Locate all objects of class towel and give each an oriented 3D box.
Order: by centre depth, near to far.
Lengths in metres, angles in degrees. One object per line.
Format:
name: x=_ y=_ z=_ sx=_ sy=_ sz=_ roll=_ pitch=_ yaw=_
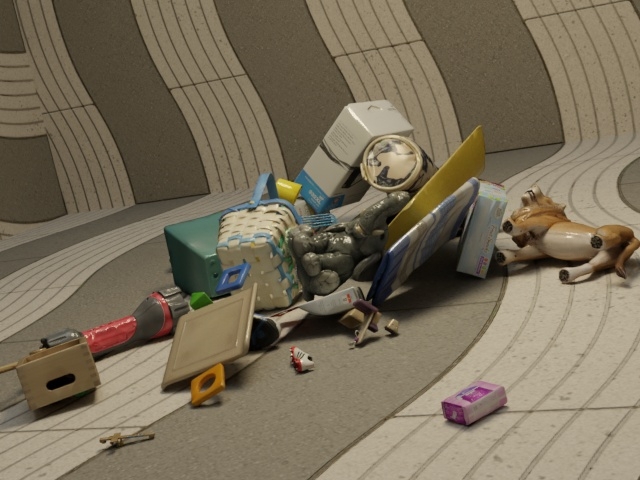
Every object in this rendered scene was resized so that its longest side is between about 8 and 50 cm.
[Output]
towel: x=0.211 y=0.003 z=1.788 sx=0.285 sy=0.034 sz=0.209 roll=-38 pitch=-19 yaw=-30

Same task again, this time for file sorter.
file sorter: x=0.000 y=0.000 z=2.265 sx=0.104 sy=0.118 sz=0.170 roll=-8 pitch=12 yaw=-1

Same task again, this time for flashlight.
flashlight: x=-0.421 y=0.183 z=1.817 sx=0.304 sy=0.103 sz=0.103 roll=-18 pitch=8 yaw=-35

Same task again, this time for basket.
basket: x=-0.118 y=0.016 z=1.995 sx=0.201 sy=0.255 sz=0.289 roll=-10 pitch=30 yaw=12

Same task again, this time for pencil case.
pencil case: x=0.234 y=-0.180 z=2.476 sx=0.183 sy=0.160 sz=0.410 roll=-27 pitch=-14 yaw=13

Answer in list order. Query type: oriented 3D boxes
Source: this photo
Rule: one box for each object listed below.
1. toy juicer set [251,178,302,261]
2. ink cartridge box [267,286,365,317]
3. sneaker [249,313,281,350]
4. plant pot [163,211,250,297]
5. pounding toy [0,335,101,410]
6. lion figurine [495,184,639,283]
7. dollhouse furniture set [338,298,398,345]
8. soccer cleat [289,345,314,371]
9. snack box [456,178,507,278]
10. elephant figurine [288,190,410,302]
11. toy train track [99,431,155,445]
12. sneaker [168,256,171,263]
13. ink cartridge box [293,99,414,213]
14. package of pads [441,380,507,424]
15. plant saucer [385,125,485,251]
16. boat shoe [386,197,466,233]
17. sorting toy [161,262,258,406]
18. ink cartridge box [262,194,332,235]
toy juicer set: x=-0.122 y=-0.006 z=2.272 sx=0.089 sy=0.209 sz=0.329 roll=26 pitch=-24 yaw=2
ink cartridge box: x=-0.004 y=0.138 z=1.733 sx=0.179 sy=0.045 sz=0.145 roll=-22 pitch=-6 yaw=6
sneaker: x=-0.162 y=0.166 z=1.712 sx=0.211 sy=0.080 sz=0.081 roll=-2 pitch=18 yaw=32
plant pot: x=-0.267 y=0.049 z=2.196 sx=0.165 sy=0.166 sz=0.234 roll=-16 pitch=20 yaw=-22
pounding toy: x=-0.506 y=0.252 z=1.619 sx=0.181 sy=0.094 sz=0.206 roll=-20 pitch=4 yaw=-15
lion figurine: x=0.525 y=-0.001 z=1.809 sx=0.240 sy=0.142 sz=0.392 roll=-10 pitch=23 yaw=-35
dollhouse furniture set: x=0.074 y=0.175 z=1.625 sx=0.081 sy=0.091 sz=0.114 roll=-63 pitch=11 yaw=-24
soccer cleat: x=-0.033 y=0.206 z=1.533 sx=0.035 sy=0.029 sz=0.083 roll=-4 pitch=13 yaw=-11
snack box: x=0.351 y=-0.030 z=1.918 sx=0.070 sy=0.175 sz=0.207 roll=16 pitch=16 yaw=7
elephant figurine: x=0.069 y=0.015 z=1.771 sx=0.239 sy=0.170 sz=0.186 roll=-24 pitch=11 yaw=-14
toy train track: x=-0.295 y=0.305 z=1.342 sx=0.083 sy=0.014 sz=0.048 roll=-6 pitch=4 yaw=-4
sneaker: x=-0.296 y=0.032 z=2.490 sx=0.297 sy=0.111 sz=0.129 roll=-10 pitch=27 yaw=25
ink cartridge box: x=0.094 y=-0.241 z=2.521 sx=0.223 sy=0.129 sz=0.307 roll=-18 pitch=-29 yaw=-50
package of pads: x=0.212 y=0.222 z=1.208 sx=0.083 sy=0.032 sz=0.050 roll=-19 pitch=13 yaw=-35
plant saucer: x=0.240 y=-0.070 z=2.019 sx=0.333 sy=0.081 sz=0.333 roll=-47 pitch=-3 yaw=-34
boat shoe: x=0.298 y=-0.053 z=2.273 sx=0.355 sy=0.132 sz=0.130 roll=-14 pitch=18 yaw=34
sorting toy: x=-0.191 y=0.180 z=1.583 sx=0.195 sy=0.047 sz=0.348 roll=-26 pitch=30 yaw=20
ink cartridge box: x=-0.068 y=-0.062 z=2.594 sx=0.127 sy=0.128 sz=0.176 roll=-3 pitch=15 yaw=34
